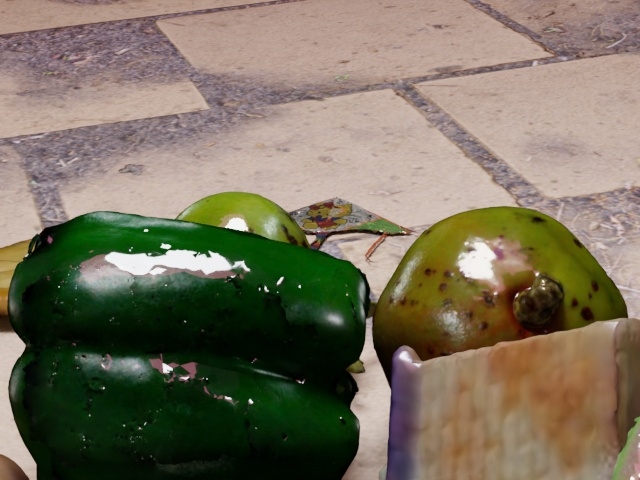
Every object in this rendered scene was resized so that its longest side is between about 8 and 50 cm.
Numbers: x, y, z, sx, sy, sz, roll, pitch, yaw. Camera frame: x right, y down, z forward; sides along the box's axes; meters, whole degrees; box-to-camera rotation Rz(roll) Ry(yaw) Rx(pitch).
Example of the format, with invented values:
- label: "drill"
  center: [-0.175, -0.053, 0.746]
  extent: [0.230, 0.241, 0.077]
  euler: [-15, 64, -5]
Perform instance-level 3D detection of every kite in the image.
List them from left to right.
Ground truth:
- label: "kite"
  center: [0.000, 0.000, 1.731]
  extent: [0.198, 0.006, 0.244]
  euler: [2, 23, 12]

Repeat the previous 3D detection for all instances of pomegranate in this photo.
- label: "pomegranate"
  center: [-0.052, 0.053, 1.427]
  extent: [0.220, 0.156, 0.156]
  euler: [34, 13, -20]
- label: "pomegranate"
  center: [0.121, 0.069, 1.316]
  extent: [0.198, 0.198, 0.246]
  euler: [-20, 20, -35]

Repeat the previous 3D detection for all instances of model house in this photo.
- label: "model house"
  center: [0.177, 0.179, 1.036]
  extent: [0.312, 0.245, 0.280]
  euler: [12, -19, -36]

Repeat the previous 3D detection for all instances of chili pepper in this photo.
- label: "chili pepper"
  center: [-0.091, 0.091, 1.230]
  extent: [0.256, 0.233, 0.248]
  euler: [1, 15, 3]

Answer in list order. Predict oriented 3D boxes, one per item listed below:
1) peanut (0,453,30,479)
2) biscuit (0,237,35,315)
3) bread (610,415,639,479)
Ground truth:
- label: "peanut"
  center: [-0.233, 0.201, 1.198]
  extent: [0.076, 0.076, 0.152]
  euler: [-20, 38, -34]
- label: "biscuit"
  center: [-0.270, 0.032, 1.650]
  extent: [0.260, 0.041, 0.203]
  euler: [-11, 24, -21]
- label: "bread"
  center: [0.261, 0.197, 0.878]
  extent: [0.301, 0.301, 0.045]
  euler: [-23, -2, -38]
